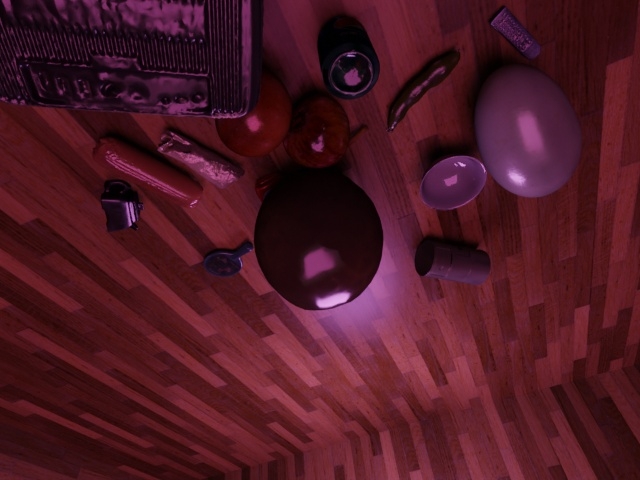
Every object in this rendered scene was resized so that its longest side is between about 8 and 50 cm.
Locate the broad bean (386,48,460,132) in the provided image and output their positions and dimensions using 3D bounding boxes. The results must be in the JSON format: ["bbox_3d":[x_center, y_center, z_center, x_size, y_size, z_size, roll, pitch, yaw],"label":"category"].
[{"bbox_3d":[0.240,-0.368,1.045,0.065,0.046,0.254,21,129,-34],"label":"broad bean"}]

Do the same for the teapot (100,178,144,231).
[{"bbox_3d":[-0.540,-0.094,1.175,0.096,0.087,0.177,-1,134,-13],"label":"teapot"}]

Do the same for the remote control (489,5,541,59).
[{"bbox_3d":[0.454,-0.475,0.986,0.153,0.027,0.043,27,131,-27],"label":"remote control"}]

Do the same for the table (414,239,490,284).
[{"bbox_3d":[0.447,0.076,1.447,0.220,0.126,0.126,9,132,-16],"label":"table"}]

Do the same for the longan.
[{"bbox_3d":[0.000,0.000,1.141,0.337,0.404,0.404,-6,135,15],"label":"longan"}]

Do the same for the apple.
[{"bbox_3d":[-0.149,-0.290,0.971,0.162,0.201,0.201,10,133,-34],"label":"apple"}]

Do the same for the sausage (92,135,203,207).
[{"bbox_3d":[-0.441,-0.173,1.110,0.289,0.086,0.086,30,123,-30],"label":"sausage"}]

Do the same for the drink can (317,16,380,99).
[{"bbox_3d":[0.053,-0.387,0.891,0.118,0.204,0.118,-3,132,-3],"label":"drink can"}]

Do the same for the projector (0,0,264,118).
[{"bbox_3d":[-0.292,-0.397,0.692,0.396,0.405,0.242,2,133,-10],"label":"projector"}]

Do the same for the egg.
[{"bbox_3d":[0.509,-0.265,1.055,0.230,0.229,0.371,-27,126,17],"label":"egg"}]

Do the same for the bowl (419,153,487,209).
[{"bbox_3d":[0.367,-0.184,1.213,0.189,0.085,0.188,-3,135,-3],"label":"bowl"}]

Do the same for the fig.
[{"bbox_3d":[0.013,-0.253,1.059,0.175,0.175,0.207,-36,148,24],"label":"fig"}]

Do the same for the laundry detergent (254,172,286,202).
[{"bbox_3d":[-0.117,-0.119,1.237,0.098,0.049,0.165,-26,135,7],"label":"laundry detergent"}]

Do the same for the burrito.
[{"bbox_3d":[-0.315,-0.209,1.111,0.226,0.060,0.087,30,119,-32],"label":"burrito"}]

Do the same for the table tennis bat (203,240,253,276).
[{"bbox_3d":[-0.296,0.060,1.395,0.201,0.033,0.124,-32,132,27],"label":"table tennis bat"}]
